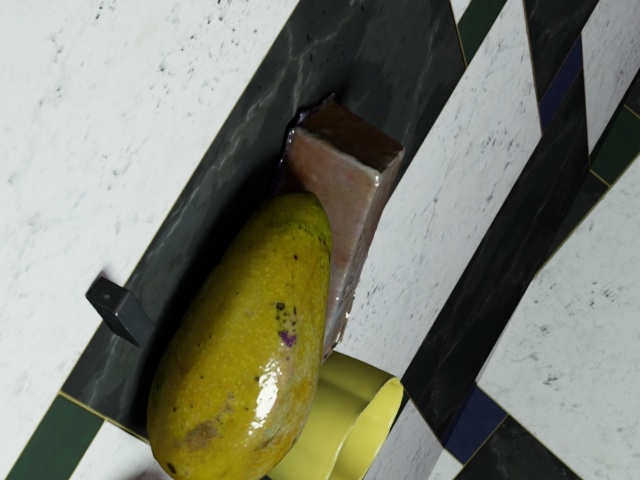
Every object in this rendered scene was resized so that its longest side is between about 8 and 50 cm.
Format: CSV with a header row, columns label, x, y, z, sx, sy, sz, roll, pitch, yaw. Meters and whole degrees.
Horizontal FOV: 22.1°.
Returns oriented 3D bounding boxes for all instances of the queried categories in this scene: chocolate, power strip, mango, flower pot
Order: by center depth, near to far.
label,x,y,z,sx,sy,sz,roll,pitch,yaw
power strip,-0.184,0.067,1.521,0.029,0.038,0.111,-59,164,-14
mango,-0.069,0.111,1.713,0.330,0.175,0.176,-64,-158,16
chocolate,0.000,0.000,1.830,0.112,0.112,0.321,-43,155,-52
flower pot,-0.023,0.209,1.972,0.195,0.179,0.195,-52,159,-29
